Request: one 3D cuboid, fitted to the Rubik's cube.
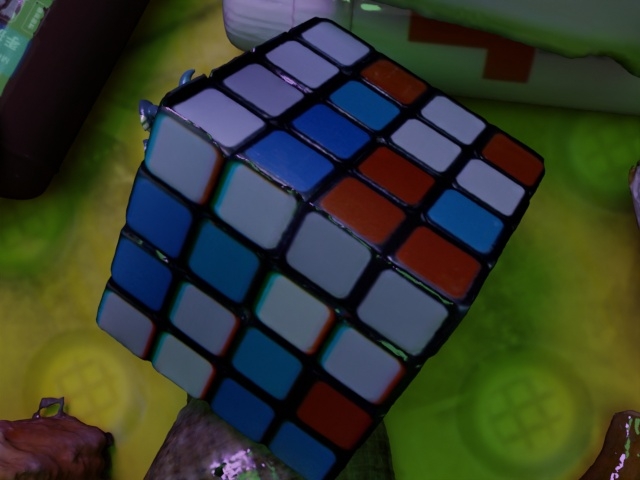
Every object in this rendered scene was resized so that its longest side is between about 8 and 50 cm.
[{"bbox_3d":[0.000,0.000,0.411,0.155,0.154,0.151,36,128,8],"label":"Rubik's cube"}]

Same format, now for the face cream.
[{"bbox_3d":[0.109,-0.134,0.469,0.345,0.102,0.102,7,85,4],"label":"face cream"}]

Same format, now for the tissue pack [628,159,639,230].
[{"bbox_3d":[0.280,0.048,0.419,0.183,0.092,0.226,-13,98,7],"label":"tissue pack"}]

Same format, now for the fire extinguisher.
[{"bbox_3d":[-0.181,-0.146,0.502,0.141,0.105,0.342,27,87,47],"label":"fire extinguisher"}]

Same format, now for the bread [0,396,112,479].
[{"bbox_3d":[-0.190,0.217,0.451,0.190,0.123,0.245,2,83,7],"label":"bread"}]

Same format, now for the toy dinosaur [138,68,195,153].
[{"bbox_3d":[-0.092,-0.069,0.514,0.047,0.030,0.083,-7,85,3],"label":"toy dinosaur"}]

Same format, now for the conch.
[{"bbox_3d":[-0.031,0.133,0.471,0.155,0.130,0.207,7,59,-27],"label":"conch"}]

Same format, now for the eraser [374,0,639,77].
[{"bbox_3d":[0.134,-0.217,0.414,0.210,0.092,0.274,22,56,13],"label":"eraser"}]

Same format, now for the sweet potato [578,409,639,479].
[{"bbox_3d":[0.143,0.226,0.455,0.057,0.057,0.265,14,84,6],"label":"sweet potato"}]
